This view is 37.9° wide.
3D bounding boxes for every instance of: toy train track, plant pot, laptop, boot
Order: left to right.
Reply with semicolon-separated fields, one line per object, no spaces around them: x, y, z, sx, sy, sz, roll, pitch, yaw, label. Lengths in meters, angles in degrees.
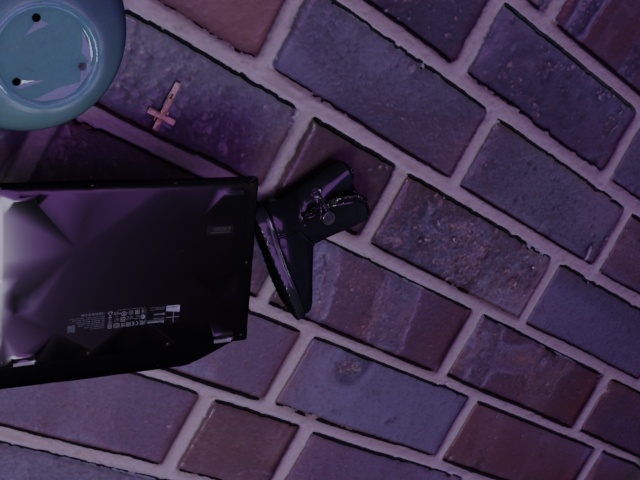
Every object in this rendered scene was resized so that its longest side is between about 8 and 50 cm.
-0.367;-0.258;1.173;0.290;0.195;0.290;-14;122;-24;plant pot
-0.328;0.077;1.430;0.382;0.236;0.408;-4;110;-29;laptop
-0.245;-0.213;1.476;0.048;0.014;0.083;27;90;-28;toy train track
0.000;0.000;1.659;0.207;0.094;0.246;-26;116;-14;boot

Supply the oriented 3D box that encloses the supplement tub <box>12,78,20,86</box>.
-0.398;-0.239;1.339;0.071;0.071;0.107;21;100;-35;supplement tub
